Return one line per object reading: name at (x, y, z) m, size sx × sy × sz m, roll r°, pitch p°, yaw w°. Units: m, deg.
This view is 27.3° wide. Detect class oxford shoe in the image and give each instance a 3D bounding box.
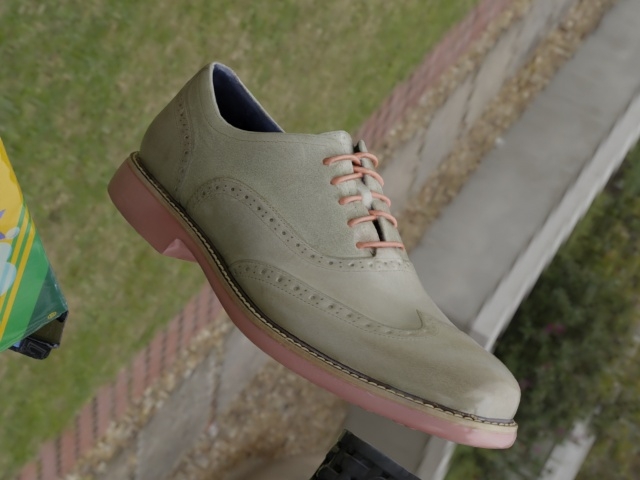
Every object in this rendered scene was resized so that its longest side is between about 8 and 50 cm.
oxford shoe at (0.000, 0.000, 0.948) m, size 0.140 × 0.397 × 0.146 m, roll 12°, pitch 111°, yaw -57°

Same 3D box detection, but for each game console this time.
game console at (-0.275, 0.069, 1.076) m, size 0.071 × 0.122 × 0.107 m, roll -78°, pitch -164°, yaw -44°

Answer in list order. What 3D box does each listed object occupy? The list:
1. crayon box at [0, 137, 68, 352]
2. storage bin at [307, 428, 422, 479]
crayon box at (-0.265, -0.005, 0.694) m, size 0.203 × 0.083 × 0.323 m, roll -34°, pitch 155°, yaw -17°
storage bin at (0.057, 0.149, 0.425) m, size 0.084 × 0.122 × 0.180 m, roll -53°, pitch 141°, yaw -10°
